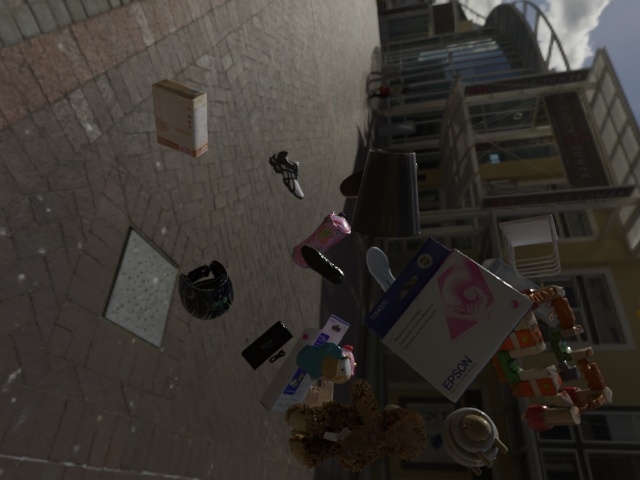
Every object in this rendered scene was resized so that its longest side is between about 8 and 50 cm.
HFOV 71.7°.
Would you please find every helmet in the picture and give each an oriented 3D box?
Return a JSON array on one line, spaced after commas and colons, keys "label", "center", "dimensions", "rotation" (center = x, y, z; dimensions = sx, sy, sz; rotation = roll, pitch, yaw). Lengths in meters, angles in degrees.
[{"label": "helmet", "center": [-0.340, 0.156, 1.321], "dimensions": [0.169, 0.170, 0.161], "rotation": [-78, 179, -51]}]

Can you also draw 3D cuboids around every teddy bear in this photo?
[{"label": "teddy bear", "center": [0.079, 0.454, 1.072], "dimensions": [0.113, 0.338, 0.245], "rotation": [-74, 143, -80]}]

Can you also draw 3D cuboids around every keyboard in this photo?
[{"label": "keyboard", "center": [-0.179, 0.381, 1.571], "dimensions": [0.108, 0.180, 0.023], "rotation": [49, -15, 8]}]

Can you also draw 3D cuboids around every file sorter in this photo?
[{"label": "file sorter", "center": [0.869, 0.034, 1.819], "dimensions": [0.278, 0.193, 0.173], "rotation": [32, 54, -53]}]

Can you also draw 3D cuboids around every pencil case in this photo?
[{"label": "pencil case", "center": [0.000, 0.000, 1.890], "dimensions": [0.124, 0.284, 0.124], "rotation": [33, 31, -23]}]

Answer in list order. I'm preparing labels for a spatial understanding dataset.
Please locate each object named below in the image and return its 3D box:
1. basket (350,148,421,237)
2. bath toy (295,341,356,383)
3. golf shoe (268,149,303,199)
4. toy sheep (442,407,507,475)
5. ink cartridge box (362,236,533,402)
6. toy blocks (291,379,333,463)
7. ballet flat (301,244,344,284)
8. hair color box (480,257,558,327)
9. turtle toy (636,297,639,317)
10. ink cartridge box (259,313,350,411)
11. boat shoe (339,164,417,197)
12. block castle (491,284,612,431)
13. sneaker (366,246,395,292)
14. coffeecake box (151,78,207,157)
[{"label": "basket", "center": [0.190, -0.139, 1.249], "dimensions": [0.154, 0.205, 0.226], "rotation": [-69, 161, -71]}, {"label": "bath toy", "center": [0.045, 0.381, 1.385], "dimensions": [0.129, 0.151, 0.348], "rotation": [-51, 159, -5]}, {"label": "golf shoe", "center": [-0.106, -0.245, 1.649], "dimensions": [0.198, 0.094, 0.077], "rotation": [55, -1, -17]}, {"label": "toy sheep", "center": [0.227, 0.301, 0.671], "dimensions": [0.132, 0.091, 0.091], "rotation": [94, 2, -50]}, {"label": "ink cartridge box", "center": [0.324, 0.194, 1.187], "dimensions": [0.324, 0.330, 0.071], "rotation": [-52, 154, -1]}, {"label": "toy blocks", "center": [-0.003, 0.688, 1.788], "dimensions": [0.260, 0.191, 0.381], "rotation": [-82, 176, -52]}, {"label": "ballet flat", "center": [0.005, 0.077, 1.412], "dimensions": [0.173, 0.057, 0.049], "rotation": [42, 20, -3]}, {"label": "hair color box", "center": [0.909, 0.236, 2.035], "dimensions": [0.113, 0.374, 0.185], "rotation": [-54, 175, -1]}, {"label": "turtle toy", "center": [1.054, 0.241, 1.398], "dimensions": [0.095, 0.066, 0.130], "rotation": [36, 68, -22]}, {"label": "ink cartridge box", "center": [-0.047, 0.416, 1.522], "dimensions": [0.371, 0.069, 0.176], "rotation": [-55, 147, -4]}, {"label": "boat shoe", "center": [0.221, -0.221, 1.687], "dimensions": [0.098, 0.302, 0.109], "rotation": [77, -8, -68]}, {"label": "block castle", "center": [0.763, 0.397, 1.540], "dimensions": [0.213, 0.303, 0.453], "rotation": [-38, -114, 53]}, {"label": "sneaker", "center": [0.252, 0.128, 1.925], "dimensions": [0.258, 0.094, 0.091], "rotation": [63, -10, -30]}, {"label": "coffeecake box", "center": [-0.410, -0.356, 1.301], "dimensions": [0.068, 0.142, 0.185], "rotation": [-52, 160, -46]}]
